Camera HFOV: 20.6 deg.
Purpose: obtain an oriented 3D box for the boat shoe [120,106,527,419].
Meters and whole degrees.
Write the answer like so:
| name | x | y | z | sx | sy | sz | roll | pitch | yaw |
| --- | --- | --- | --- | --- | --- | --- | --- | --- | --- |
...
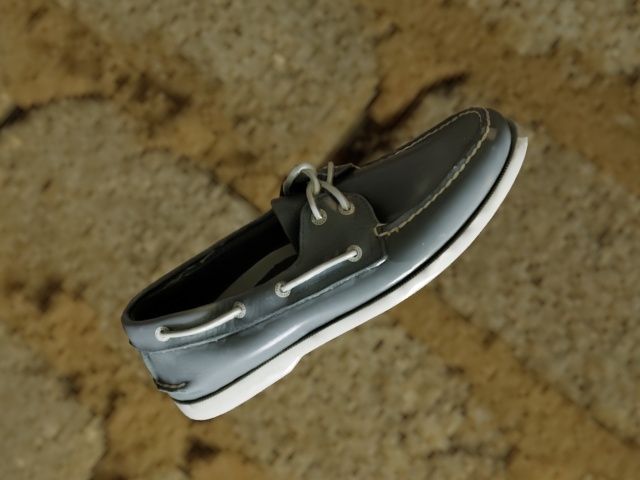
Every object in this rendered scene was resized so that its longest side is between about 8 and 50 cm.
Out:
| name | x | y | z | sx | sy | sz | roll | pitch | yaw |
| --- | --- | --- | --- | --- | --- | --- | --- | --- | --- |
| boat shoe | 0.000 | 0.000 | 1.240 | 0.099 | 0.319 | 0.116 | 48 | -170 | -26 |
